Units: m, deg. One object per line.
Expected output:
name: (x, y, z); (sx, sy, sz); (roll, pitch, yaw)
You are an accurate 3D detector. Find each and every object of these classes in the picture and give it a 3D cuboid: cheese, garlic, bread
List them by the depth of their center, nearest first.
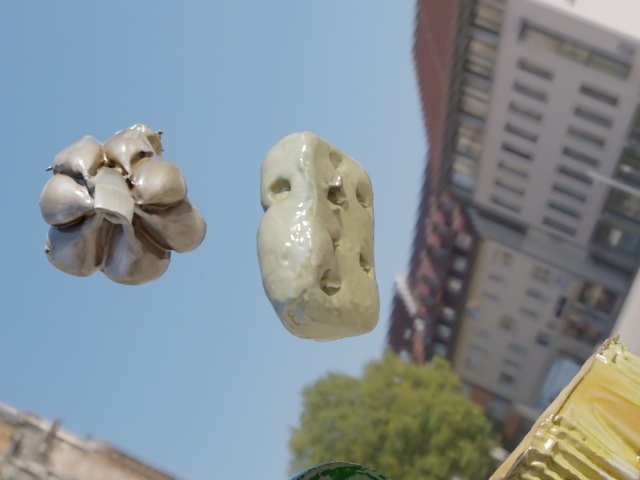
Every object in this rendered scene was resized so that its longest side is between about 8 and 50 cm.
bread: (0.195, 0.161, 1.031); (0.190, 0.114, 0.132); (-46, -14, -43)
garlic: (-0.151, -0.023, 1.113); (0.194, 0.131, 0.127); (-160, 63, -75)
cheese: (0.001, -0.001, 1.713); (0.159, 0.093, 0.263); (33, -135, -40)

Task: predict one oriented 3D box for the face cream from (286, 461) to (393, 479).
face cream: (-0.077, 0.317, 0.995); (0.357, 0.219, 0.312); (-36, -18, 32)
